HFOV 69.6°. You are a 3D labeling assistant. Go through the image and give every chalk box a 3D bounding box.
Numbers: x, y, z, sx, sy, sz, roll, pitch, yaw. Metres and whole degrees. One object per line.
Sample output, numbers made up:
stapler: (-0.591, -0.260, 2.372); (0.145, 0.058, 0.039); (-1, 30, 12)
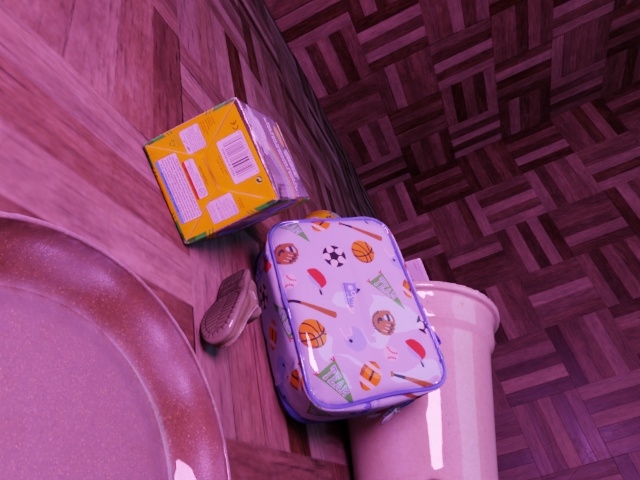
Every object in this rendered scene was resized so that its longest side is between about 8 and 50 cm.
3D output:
chalk box: (-0.108, -0.087, 0.625); (0.132, 0.132, 0.213); (66, 11, 0)

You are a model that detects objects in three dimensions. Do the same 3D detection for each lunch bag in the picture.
lunch bag: (0.042, 0.110, 0.672); (0.115, 0.243, 0.303); (-56, -137, 50)

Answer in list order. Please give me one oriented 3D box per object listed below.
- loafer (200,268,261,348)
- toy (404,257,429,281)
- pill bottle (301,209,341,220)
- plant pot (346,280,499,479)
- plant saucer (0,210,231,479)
loafer: (-0.096, 0.082, 0.542); (0.050, 0.056, 0.148); (57, 15, -18)
toy: (0.111, 0.137, 0.935); (0.136, 0.237, 0.056); (63, 25, -19)
pill bottle: (0.000, 0.000, 0.964); (0.208, 0.118, 0.117); (-56, 122, -76)
plant pot: (0.171, 0.287, 0.807); (0.334, 0.334, 0.305); (55, 28, -46)
plant saucer: (-0.148, 0.134, 0.244); (0.310, 0.050, 0.310); (-22, 90, -79)
